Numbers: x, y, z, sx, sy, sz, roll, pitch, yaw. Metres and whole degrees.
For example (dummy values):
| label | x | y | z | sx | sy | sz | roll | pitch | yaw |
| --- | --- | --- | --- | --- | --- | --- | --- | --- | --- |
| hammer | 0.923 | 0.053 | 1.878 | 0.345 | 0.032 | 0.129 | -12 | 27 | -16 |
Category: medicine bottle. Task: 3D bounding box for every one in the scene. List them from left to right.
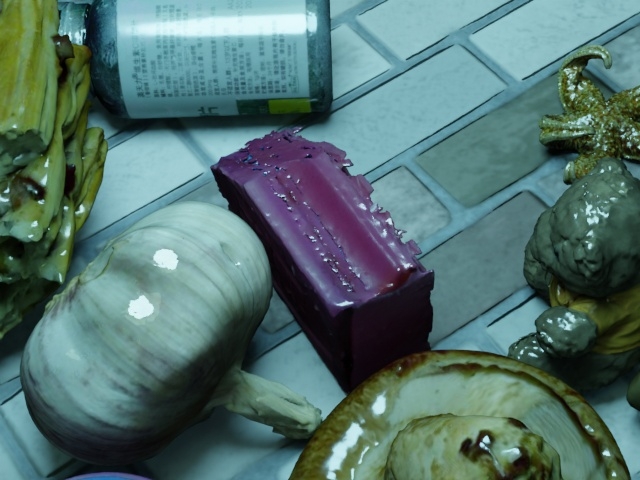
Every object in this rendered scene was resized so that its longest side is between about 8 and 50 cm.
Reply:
| label | x | y | z | sx | sy | sz | roll | pitch | yaw |
| --- | --- | --- | --- | --- | --- | --- | --- | --- | --- |
| medicine bottle | -0.135 | -0.195 | 1.289 | 0.293 | 0.141 | 0.141 | -1 | 53 | 0 |

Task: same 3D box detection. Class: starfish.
| label | x | y | z | sx | sy | sz | roll | pitch | yaw |
| --- | --- | --- | --- | --- | --- | --- | --- | --- | --- |
| starfish | 0.289 | -0.112 | 1.251 | 0.146 | 0.074 | 0.189 | 16 | 55 | 15 |

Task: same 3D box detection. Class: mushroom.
| label | x | y | z | sx | sy | sz | roll | pitch | yaw |
| --- | --- | --- | --- | --- | --- | --- | --- | --- | --- |
| mushroom | 0.106 | 0.182 | 0.971 | 0.267 | 0.254 | 0.267 | 11 | 29 | -6 |

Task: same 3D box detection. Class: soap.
| label | x | y | z | sx | sy | sz | roll | pitch | yaw |
| --- | --- | --- | --- | --- | --- | --- | --- | --- | --- |
| soap | 0.000 | 0.000 | 1.130 | 0.099 | 0.162 | 0.250 | -28 | 55 | -11 |

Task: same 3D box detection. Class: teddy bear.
| label | x | y | z | sx | sy | sz | roll | pitch | yaw |
| --- | --- | --- | --- | --- | --- | --- | --- | --- | --- |
| teddy bear | 0.233 | 0.027 | 1.078 | 0.140 | 0.190 | 0.177 | 7 | 48 | 16 |

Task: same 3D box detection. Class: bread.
| label | x | y | z | sx | sy | sz | roll | pitch | yaw |
| --- | --- | --- | --- | --- | --- | --- | --- | --- | --- |
| bread | -0.331 | -0.010 | 1.109 | 0.314 | 0.191 | 0.369 | -12 | 59 | 24 |

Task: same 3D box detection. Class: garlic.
| label | x | y | z | sx | sy | sz | roll | pitch | yaw |
| --- | --- | --- | --- | --- | --- | --- | --- | --- | --- |
| garlic | -0.104 | 0.100 | 1.051 | 0.253 | 0.245 | 0.245 | 37 | 57 | -11 |

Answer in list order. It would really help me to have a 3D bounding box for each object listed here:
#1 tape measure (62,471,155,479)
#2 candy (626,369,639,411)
| label | x | y | z | sx | sy | sz | roll | pitch | yaw |
| --- | --- | --- | --- | --- | --- | --- | --- | --- | --- |
| tape measure | -0.169 | 0.292 | 0.927 | 0.245 | 0.149 | 0.231 | -1 | 55 | 10 |
| candy | 0.364 | 0.082 | 1.077 | 0.104 | 0.102 | 0.234 | 41 | 62 | 15 |
